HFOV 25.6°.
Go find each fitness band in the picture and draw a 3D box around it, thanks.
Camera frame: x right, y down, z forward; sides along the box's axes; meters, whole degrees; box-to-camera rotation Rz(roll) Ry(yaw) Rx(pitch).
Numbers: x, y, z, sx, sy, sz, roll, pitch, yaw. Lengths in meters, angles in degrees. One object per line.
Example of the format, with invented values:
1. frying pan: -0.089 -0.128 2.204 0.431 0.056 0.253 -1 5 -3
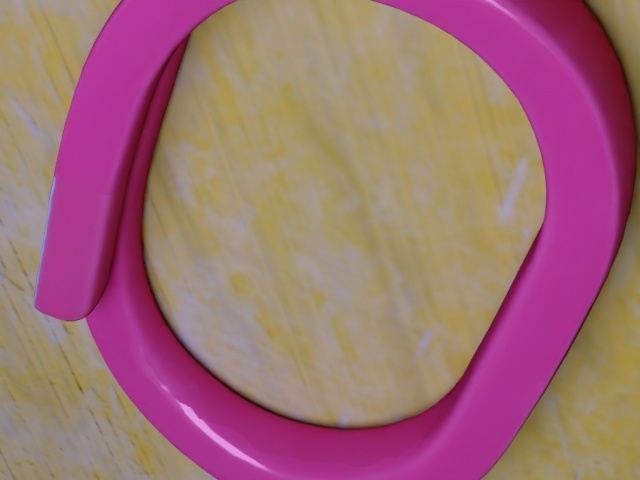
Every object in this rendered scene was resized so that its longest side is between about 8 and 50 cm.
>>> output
1. fitness band: 0.000 0.000 0.552 0.209 0.054 0.291 23 131 2
